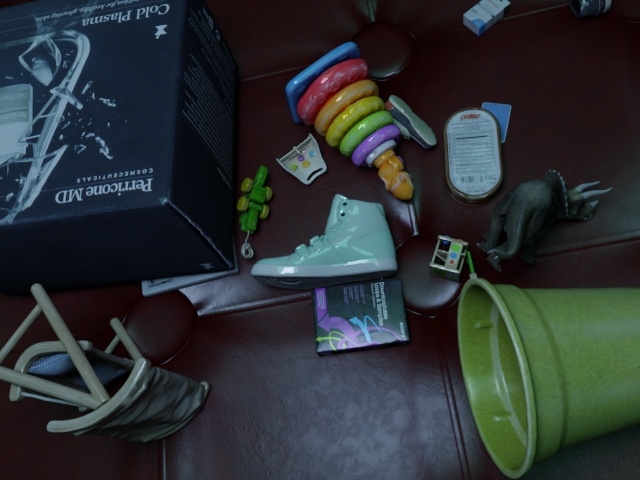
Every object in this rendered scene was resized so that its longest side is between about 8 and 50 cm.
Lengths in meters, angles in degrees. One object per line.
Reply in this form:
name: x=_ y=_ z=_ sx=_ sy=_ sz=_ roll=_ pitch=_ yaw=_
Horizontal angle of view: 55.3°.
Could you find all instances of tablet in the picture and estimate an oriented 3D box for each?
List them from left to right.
tablet: x=0.326 y=-0.223 z=1.154 sx=0.054 sy=0.006 sz=0.083 roll=10 pitch=70 yaw=16

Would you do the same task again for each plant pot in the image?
plant pot: x=0.359 y=0.172 z=0.869 sx=0.253 sy=0.276 sz=0.276 roll=-8 pitch=66 yaw=-4

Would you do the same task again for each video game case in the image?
video game case: x=-0.259 y=0.005 z=1.181 sx=0.190 sy=0.022 sz=0.173 roll=-15 pitch=66 yaw=7

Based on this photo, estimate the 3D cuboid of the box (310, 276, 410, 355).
box: x=0.068 y=0.130 z=1.055 sx=0.162 sy=0.029 sz=0.116 roll=-9 pitch=67 yaw=7

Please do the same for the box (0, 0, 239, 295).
box: x=-0.421 y=-0.182 z=1.130 sx=0.479 sy=0.297 sz=0.472 roll=-7 pitch=66 yaw=10

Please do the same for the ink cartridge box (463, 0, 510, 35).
ink cartridge box: x=0.335 y=-0.458 z=1.234 sx=0.083 sy=0.028 sz=0.048 roll=-38 pitch=66 yaw=-4

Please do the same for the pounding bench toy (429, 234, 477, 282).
pounding bench toy: x=0.236 y=0.033 z=1.045 sx=0.083 sy=0.052 sz=0.065 roll=16 pitch=72 yaw=17

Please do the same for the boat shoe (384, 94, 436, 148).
boat shoe: x=0.168 y=-0.219 z=1.168 sx=0.137 sy=0.049 sz=0.043 roll=51 pitch=128 yaw=22

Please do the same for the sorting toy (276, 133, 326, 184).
sorting toy: x=-0.028 y=-0.149 z=1.184 sx=0.083 sy=0.045 sz=0.075 roll=-37 pitch=73 yaw=-2

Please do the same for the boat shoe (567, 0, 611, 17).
boat shoe: x=0.490 y=-0.523 z=1.203 sx=0.065 sy=0.075 sz=0.206 roll=-23 pitch=70 yaw=-1

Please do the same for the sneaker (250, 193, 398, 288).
sneaker: x=0.000 y=0.000 z=1.085 sx=0.255 sy=0.094 sz=0.151 roll=-6 pitch=73 yaw=-1

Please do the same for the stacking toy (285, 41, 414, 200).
stacking toy: x=0.082 y=-0.198 z=1.133 sx=0.165 sy=0.175 sz=0.302 roll=-35 pitch=77 yaw=-4

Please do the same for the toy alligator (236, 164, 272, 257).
toy alligator: x=-0.135 y=-0.053 z=1.164 sx=0.051 sy=0.056 sz=0.190 roll=-16 pitch=58 yaw=52

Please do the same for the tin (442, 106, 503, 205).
tin: x=0.279 y=-0.156 z=1.118 sx=0.106 sy=0.040 sz=0.190 roll=-2 pitch=71 yaw=8

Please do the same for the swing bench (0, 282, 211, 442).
swing bench: x=-0.351 y=0.225 z=0.986 sx=0.254 sy=0.253 sz=0.165 roll=29 pitch=77 yaw=22

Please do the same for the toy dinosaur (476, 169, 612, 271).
toy dinosaur: x=0.323 y=-0.042 z=0.974 sx=0.121 sy=0.313 sz=0.160 roll=39 pitch=119 yaw=33
